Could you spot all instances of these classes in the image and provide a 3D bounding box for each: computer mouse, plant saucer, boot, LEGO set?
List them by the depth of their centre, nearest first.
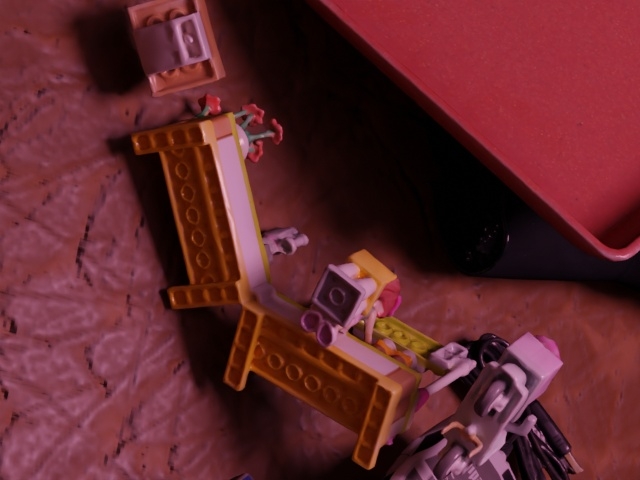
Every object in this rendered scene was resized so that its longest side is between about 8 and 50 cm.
[{"bbox_3d":[0.000,0.000,0.977,0.287,0.132,0.107,49,35,12],"label":"LEGO set"},{"bbox_3d":[0.071,0.126,0.999,0.106,0.042,0.193,59,34,-1],"label":"computer mouse"},{"bbox_3d":[0.134,-0.123,1.034,0.258,0.048,0.259,44,56,15],"label":"plant saucer"},{"bbox_3d":[0.165,-0.086,1.101,0.207,0.094,0.246,13,77,-33],"label":"boot"}]

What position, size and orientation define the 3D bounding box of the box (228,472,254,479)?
[{"bbox_3d":[-0.088,0.227,0.889,0.225,0.036,0.136,-33,90,-23],"label":"box"}]
